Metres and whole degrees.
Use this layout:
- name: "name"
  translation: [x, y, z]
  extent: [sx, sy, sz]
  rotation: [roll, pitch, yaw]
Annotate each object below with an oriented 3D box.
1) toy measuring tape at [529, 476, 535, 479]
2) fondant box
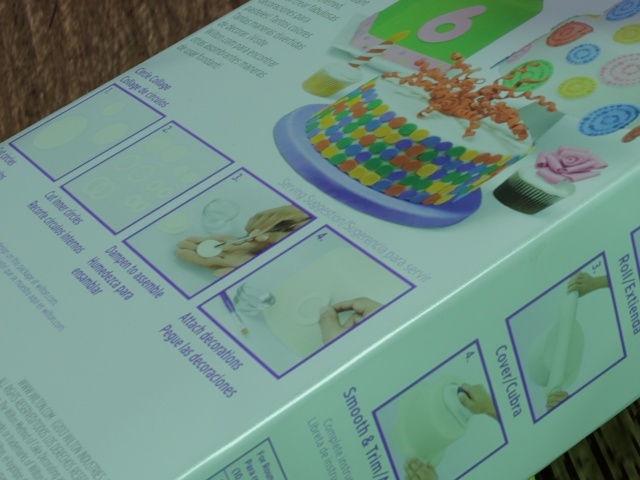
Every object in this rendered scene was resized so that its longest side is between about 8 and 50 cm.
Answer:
- name: "toy measuring tape"
  translation: [0.041, 0.090, 0.587]
  extent: [0.121, 0.121, 0.330]
  rotation: [-42, 27, 25]
- name: "fondant box"
  translation: [0.000, 0.000, 0.537]
  extent: [0.330, 0.096, 0.238]
  rotation: [-33, 36, -17]
